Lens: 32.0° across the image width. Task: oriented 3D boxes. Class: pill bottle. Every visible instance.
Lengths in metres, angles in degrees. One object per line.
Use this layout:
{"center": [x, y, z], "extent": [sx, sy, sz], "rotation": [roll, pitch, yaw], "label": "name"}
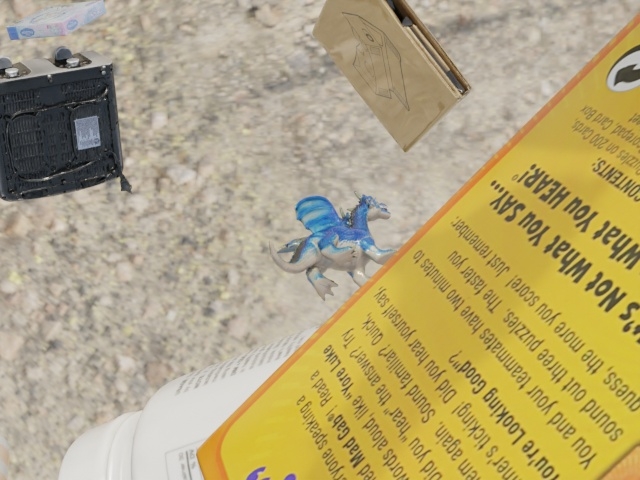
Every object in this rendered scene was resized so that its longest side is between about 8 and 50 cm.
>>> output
{"center": [-0.020, 0.147, 0.727], "extent": [0.283, 0.160, 0.160], "rotation": [-21, 110, 21], "label": "pill bottle"}

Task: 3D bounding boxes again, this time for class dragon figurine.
{"center": [0.000, 0.000, 1.450], "extent": [0.289, 0.144, 0.085], "rotation": [-4, 128, -44], "label": "dragon figurine"}

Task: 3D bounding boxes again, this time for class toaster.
{"center": [-0.339, -0.142, 1.396], "extent": [0.168, 0.110, 0.186], "rotation": [-14, 120, -23], "label": "toaster"}

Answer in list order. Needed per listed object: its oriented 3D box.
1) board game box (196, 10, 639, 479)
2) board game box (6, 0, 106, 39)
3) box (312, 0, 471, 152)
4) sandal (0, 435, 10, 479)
{"center": [0.227, 0.144, 0.410], "extent": [0.356, 0.356, 0.356], "rotation": [-44, 119, 6], "label": "board game box"}
{"center": [-0.331, -0.277, 1.403], "extent": [0.090, 0.090, 0.020], "rotation": [-49, 132, -51], "label": "board game box"}
{"center": [0.061, -0.175, 1.064], "extent": [0.021, 0.201, 0.164], "rotation": [-37, 88, -12], "label": "box"}
{"center": [-0.266, 0.140, 0.803], "extent": [0.076, 0.102, 0.265], "rotation": [-11, 69, -15], "label": "sandal"}
